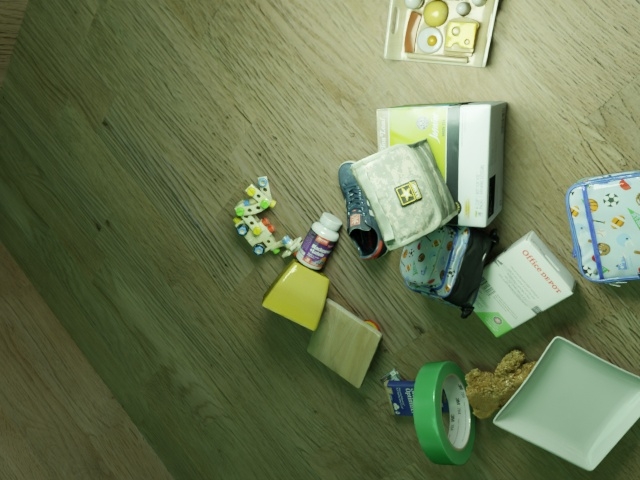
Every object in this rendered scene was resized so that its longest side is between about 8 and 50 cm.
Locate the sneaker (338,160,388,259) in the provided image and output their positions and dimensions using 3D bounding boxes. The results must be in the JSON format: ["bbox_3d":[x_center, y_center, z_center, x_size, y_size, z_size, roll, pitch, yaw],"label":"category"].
[{"bbox_3d":[0.133,-0.097,1.706,0.131,0.148,0.349,-19,96,35],"label":"sneaker"}]

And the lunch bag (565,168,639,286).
[{"bbox_3d":[0.788,-0.029,1.349,0.243,0.115,0.303,-8,101,36],"label":"lunch bag"}]

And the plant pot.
[{"bbox_3d":[-0.077,0.185,1.871,0.212,0.212,0.187,27,92,-6],"label":"plant pot"}]

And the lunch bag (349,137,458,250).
[{"bbox_3d":[0.210,-0.119,1.296,0.169,0.287,0.235,-22,93,35],"label":"lunch bag"}]

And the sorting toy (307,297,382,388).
[{"bbox_3d":[0.102,0.374,1.913,0.256,0.089,0.256,31,120,25],"label":"sorting toy"}]

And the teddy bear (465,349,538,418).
[{"bbox_3d":[0.642,0.468,1.627,0.338,0.113,0.245,-38,92,27],"label":"teddy bear"}]

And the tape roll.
[{"bbox_3d":[0.408,0.558,1.655,0.077,0.321,0.320,-14,99,35],"label":"tape roll"}]

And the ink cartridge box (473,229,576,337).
[{"bbox_3d":[0.584,0.132,1.526,0.198,0.115,0.273,51,125,6],"label":"ink cartridge box"}]

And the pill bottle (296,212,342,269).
[{"bbox_3d":[0.000,0.000,1.837,0.108,0.108,0.193,35,110,17],"label":"pill bottle"}]

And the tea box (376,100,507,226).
[{"bbox_3d":[0.351,-0.230,1.481,0.324,0.220,0.328,7,110,29],"label":"tea box"}]

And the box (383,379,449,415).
[{"bbox_3d":[0.355,0.579,1.858,0.226,0.036,0.136,-8,107,28],"label":"box"}]

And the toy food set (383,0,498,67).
[{"bbox_3d":[0.337,-0.615,1.434,0.306,0.092,0.219,16,114,27],"label":"toy food set"}]

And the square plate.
[{"bbox_3d":[0.751,0.484,1.511,0.344,0.049,0.347,27,109,0],"label":"square plate"}]

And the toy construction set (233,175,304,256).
[{"bbox_3d":[-0.205,-0.062,1.941,0.215,0.151,0.327,-34,95,10],"label":"toy construction set"}]

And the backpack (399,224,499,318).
[{"bbox_3d":[0.362,0.068,1.537,0.213,0.263,0.276,26,80,-15],"label":"backpack"}]

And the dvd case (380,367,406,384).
[{"bbox_3d":[0.292,0.549,1.913,0.119,0.013,0.087,47,124,8],"label":"dvd case"}]
